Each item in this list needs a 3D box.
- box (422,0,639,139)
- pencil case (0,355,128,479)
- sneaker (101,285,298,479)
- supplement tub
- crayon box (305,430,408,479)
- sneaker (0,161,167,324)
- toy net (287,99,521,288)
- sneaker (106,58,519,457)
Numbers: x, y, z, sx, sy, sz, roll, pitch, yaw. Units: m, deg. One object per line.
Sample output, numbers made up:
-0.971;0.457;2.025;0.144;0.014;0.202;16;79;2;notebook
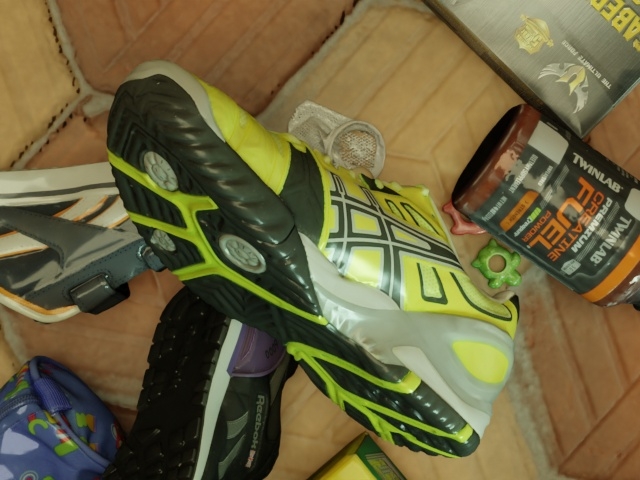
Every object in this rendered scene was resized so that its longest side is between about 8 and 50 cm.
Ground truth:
0.192;-0.224;1.058;0.231;0.056;0.183;45;88;0;box
-0.295;0.225;1.010;0.306;0.133;0.119;-40;60;-2;pencil case
-0.083;0.174;0.977;0.124;0.107;0.283;41;56;-35;sneaker
0.212;-0.017;1.030;0.198;0.106;0.106;33;89;-3;supplement tub
0.031;0.392;0.999;0.313;0.106;0.363;-41;86;5;crayon box
-0.172;-0.002;1.018;0.321;0.126;0.127;-6;89;3;sneaker
0.065;-0.031;1.060;0.122;0.045;0.232;-37;90;-1;toy net
0.000;0.000;0.944;0.385;0.145;0.147;46;60;-26;sneaker
